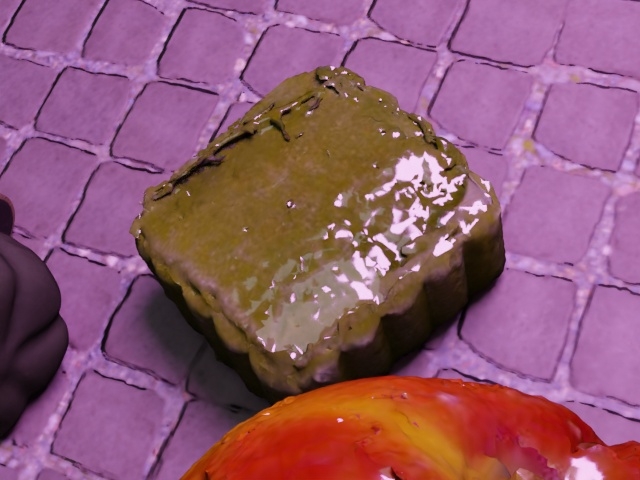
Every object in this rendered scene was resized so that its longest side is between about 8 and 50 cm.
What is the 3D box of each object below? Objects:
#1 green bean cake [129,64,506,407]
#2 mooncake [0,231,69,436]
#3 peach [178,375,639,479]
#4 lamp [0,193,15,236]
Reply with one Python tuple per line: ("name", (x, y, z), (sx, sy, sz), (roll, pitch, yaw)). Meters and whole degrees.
("green bean cake", (0.000, 0.000, 0.710), (0.214, 0.113, 0.200), (-43, 59, -10))
("mooncake", (-0.258, 0.069, 0.712), (0.104, 0.175, 0.168), (31, 112, 21))
("peach", (0.014, 0.266, 0.483), (0.339, 0.353, 0.416), (46, 123, 37))
("lamp", (-0.359, -0.043, 0.833), (0.215, 0.121, 0.121), (23, 70, 16))
